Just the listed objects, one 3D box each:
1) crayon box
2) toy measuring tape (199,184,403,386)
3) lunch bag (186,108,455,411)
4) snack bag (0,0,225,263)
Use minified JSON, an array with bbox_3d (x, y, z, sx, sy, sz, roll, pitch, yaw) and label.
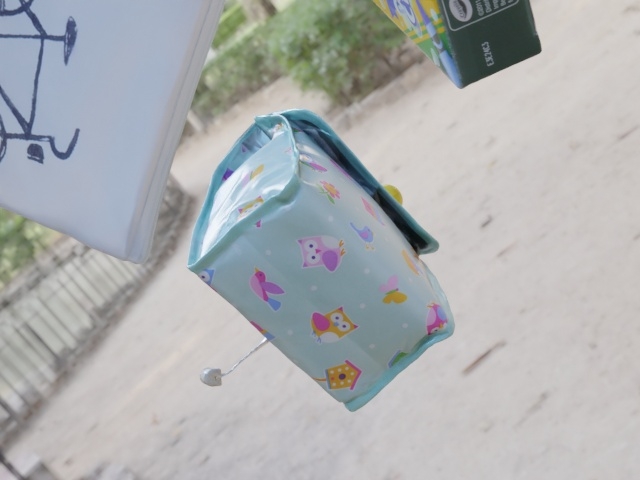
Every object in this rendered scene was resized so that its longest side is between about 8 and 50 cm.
[{"bbox_3d":[0.074,-0.293,1.048,0.083,0.203,0.323,-24,34,-3],"label":"crayon box"},{"bbox_3d":[-0.037,0.030,1.392,0.330,0.121,0.121,-39,12,-14],"label":"toy measuring tape"},{"bbox_3d":[0.000,0.000,1.135,0.160,0.223,0.262,-40,19,15],"label":"lunch bag"},{"bbox_3d":[-0.207,-0.161,0.630,0.037,0.343,0.323,-63,-3,-61],"label":"snack bag"}]
